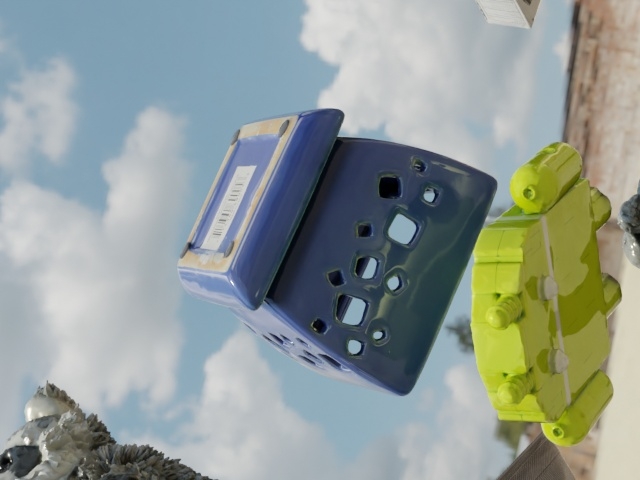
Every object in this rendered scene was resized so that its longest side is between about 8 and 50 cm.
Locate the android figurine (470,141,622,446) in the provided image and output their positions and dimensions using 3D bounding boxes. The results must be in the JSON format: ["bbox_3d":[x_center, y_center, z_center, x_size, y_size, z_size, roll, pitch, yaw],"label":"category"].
[{"bbox_3d":[0.194,0.048,1.061,0.273,0.056,0.248,-30,-66,-58],"label":"android figurine"}]

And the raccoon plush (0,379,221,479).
[{"bbox_3d":[-0.149,0.312,1.355,0.447,0.299,0.216,22,-80,-30],"label":"raccoon plush"}]

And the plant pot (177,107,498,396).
[{"bbox_3d":[0.000,0.000,1.253,0.235,0.212,0.236,-66,22,-8],"label":"plant pot"}]

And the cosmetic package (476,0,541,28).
[{"bbox_3d":[0.235,-0.363,1.398,0.099,0.060,0.239,42,-114,-59],"label":"cosmetic package"}]

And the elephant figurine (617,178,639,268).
[{"bbox_3d":[0.443,0.025,1.354,0.186,0.239,0.169,-28,-39,-14],"label":"elephant figurine"}]

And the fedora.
[{"bbox_3d":[0.322,0.404,1.948,0.244,0.124,0.275,-41,-14,-23],"label":"fedora"}]
